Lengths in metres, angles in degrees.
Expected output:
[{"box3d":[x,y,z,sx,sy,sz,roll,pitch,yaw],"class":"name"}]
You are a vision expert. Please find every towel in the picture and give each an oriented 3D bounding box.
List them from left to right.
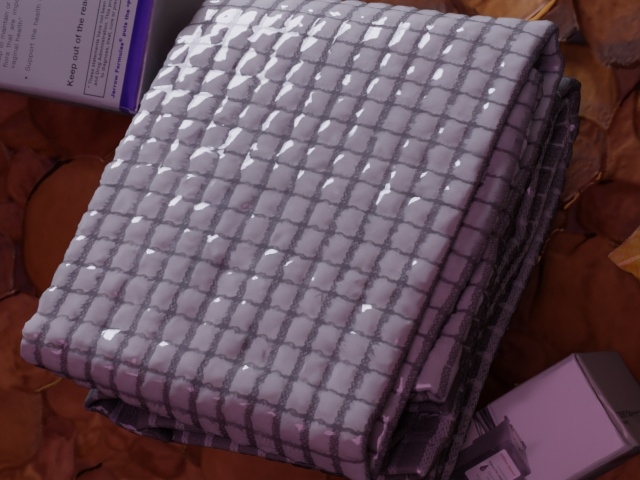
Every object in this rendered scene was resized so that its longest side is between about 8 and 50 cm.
[{"box3d":[0.000,0.000,0.966,0.235,0.121,0.284,12,65,25],"class":"towel"}]

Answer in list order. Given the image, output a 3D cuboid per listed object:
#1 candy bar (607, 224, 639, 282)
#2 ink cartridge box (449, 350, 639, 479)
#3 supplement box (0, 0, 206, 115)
[{"box3d":[0.236,0.051,0.975,0.161,0.018,0.040,46,105,17],"class":"candy bar"},{"box3d":[0.113,0.124,0.972,0.150,0.109,0.063,-34,76,17],"class":"ink cartridge box"},{"box3d":[-0.180,-0.146,1.091,0.220,0.111,0.114,11,93,21],"class":"supplement box"}]
